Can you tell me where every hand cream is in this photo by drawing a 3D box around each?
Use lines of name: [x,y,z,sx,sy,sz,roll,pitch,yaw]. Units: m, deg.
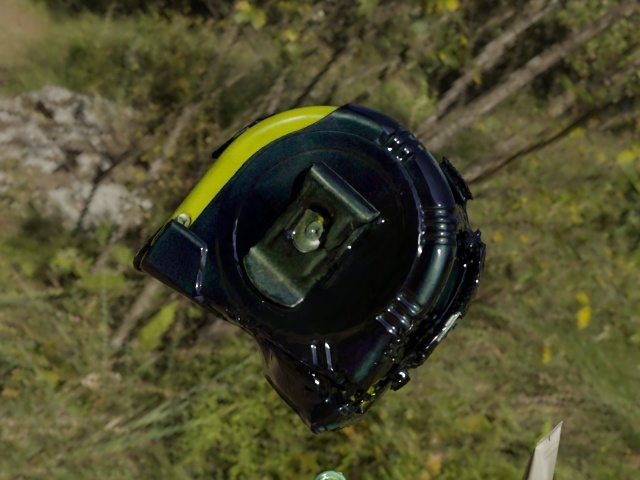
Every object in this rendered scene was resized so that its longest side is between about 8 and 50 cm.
hand cream: [0.357,0.388,1.984,0.054,0.186,0.087,27,33,30]

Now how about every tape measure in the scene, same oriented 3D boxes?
tape measure: [0.000,0.000,0.766,0.199,0.186,0.112,39,0,14]

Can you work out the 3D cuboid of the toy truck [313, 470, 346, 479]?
toy truck: [0.024,0.423,1.493,0.260,0.135,0.128,-60,156,-44]
